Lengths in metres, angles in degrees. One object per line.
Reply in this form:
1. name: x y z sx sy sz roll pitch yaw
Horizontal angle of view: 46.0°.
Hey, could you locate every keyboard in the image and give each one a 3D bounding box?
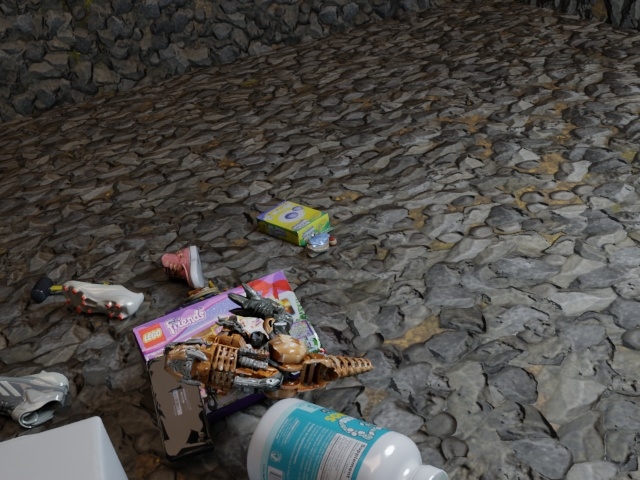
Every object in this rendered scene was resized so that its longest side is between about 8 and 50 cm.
1. keyboard: -0.216 0.263 1.236 0.108 0.023 0.180 -16 62 -7

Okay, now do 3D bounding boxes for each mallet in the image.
1. mallet: -0.573 0.113 1.733 0.190 0.039 0.062 0 30 11

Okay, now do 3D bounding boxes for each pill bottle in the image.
1. pill bottle: 0.039 0.321 1.043 0.264 0.146 0.146 11 36 33

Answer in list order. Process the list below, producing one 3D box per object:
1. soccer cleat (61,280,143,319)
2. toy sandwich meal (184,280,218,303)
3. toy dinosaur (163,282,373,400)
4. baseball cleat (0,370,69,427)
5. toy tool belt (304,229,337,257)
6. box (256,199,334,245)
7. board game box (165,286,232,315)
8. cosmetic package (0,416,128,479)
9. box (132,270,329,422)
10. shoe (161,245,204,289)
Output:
1. soccer cleat: -0.478 0.125 1.652 0.196 0.068 0.076 12 31 23
2. toy sandwich meal: -0.255 0.111 1.597 0.085 0.029 0.085 -24 -11 -5
3. toy dinosaur: -0.082 0.192 1.167 0.164 0.322 0.218 -59 23 2
4. baseball cleat: -0.566 0.294 1.372 0.206 0.072 0.109 -14 36 2
5. toy tool belt: 0.000 0.000 1.719 0.083 0.051 0.052 -26 33 -26
6. box: -0.060 -0.041 1.823 0.179 0.043 0.105 21 42 41
7. board game box: -0.221 0.145 1.484 0.141 0.048 0.170 -20 10 -19
8. cosmetic package: -0.324 0.447 0.849 0.230 0.161 0.453 -15 41 -8
9. box: -0.157 0.193 1.333 0.293 0.057 0.201 -21 62 -18
10. shoe: -0.311 0.068 1.697 0.081 0.063 0.178 -15 24 -6
